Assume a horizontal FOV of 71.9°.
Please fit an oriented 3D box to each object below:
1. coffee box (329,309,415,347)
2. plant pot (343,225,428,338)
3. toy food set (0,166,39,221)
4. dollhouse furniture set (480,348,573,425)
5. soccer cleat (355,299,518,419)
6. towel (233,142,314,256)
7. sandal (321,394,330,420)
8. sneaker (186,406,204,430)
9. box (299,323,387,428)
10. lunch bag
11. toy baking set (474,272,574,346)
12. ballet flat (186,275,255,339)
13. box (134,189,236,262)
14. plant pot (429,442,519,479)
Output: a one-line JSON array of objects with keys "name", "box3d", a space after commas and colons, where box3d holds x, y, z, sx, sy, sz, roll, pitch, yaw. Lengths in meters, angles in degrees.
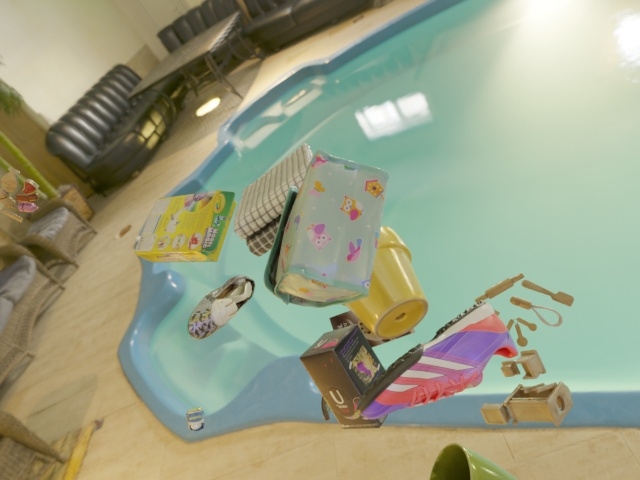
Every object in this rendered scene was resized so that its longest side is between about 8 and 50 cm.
[{"name": "coffee box", "box3d": [0.204, 0.339, 1.761, 0.297, 0.119, 0.168, -21, 75, 3]}, {"name": "plant pot", "box3d": [0.163, 0.127, 1.208, 0.254, 0.254, 0.239, -34, 50, 3]}, {"name": "toy food set", "box3d": [-0.594, -0.090, 0.873, 0.122, 0.078, 0.019, -37, 33, 29]}, {"name": "dollhouse furniture set", "box3d": [0.463, 0.337, 1.047, 0.101, 0.160, 0.182, -22, -3, -40]}, {"name": "soccer cleat", "box3d": [0.206, 0.225, 0.759, 0.318, 0.108, 0.116, -28, 71, -22]}, {"name": "towel", "box3d": [-0.086, -0.099, 1.074, 0.235, 0.121, 0.283, -35, 22, 9]}, {"name": "sandal", "box3d": [0.036, 0.629, 1.809, 0.060, 0.090, 0.219, -13, 35, 9]}, {"name": "sneaker", "box3d": [-0.363, 0.526, 1.284, 0.053, 0.144, 0.059, -10, 65, -15]}, {"name": "box", "box3d": [0.090, 0.416, 1.342, 0.165, 0.270, 0.143, -28, 5, 44]}, {"name": "lunch bag", "box3d": [0.000, 0.000, 0.790, 0.262, 0.160, 0.223, 136, 149, -69]}, {"name": "toy baking set", "box3d": [0.593, 0.199, 1.307, 0.256, 0.030, 0.196, -38, 59, 12]}, {"name": "ballet flat", "box3d": [-0.107, 0.071, 0.503, 0.041, 0.041, 0.114, -17, 16, 25]}, {"name": "box", "box3d": [-0.202, -0.020, 0.681, 0.179, 0.043, 0.105, -3, 63, 36]}, {"name": "plant pot", "box3d": [0.525, 0.812, 1.361, 0.275, 0.294, 0.274, -160, 90, -86]}]
